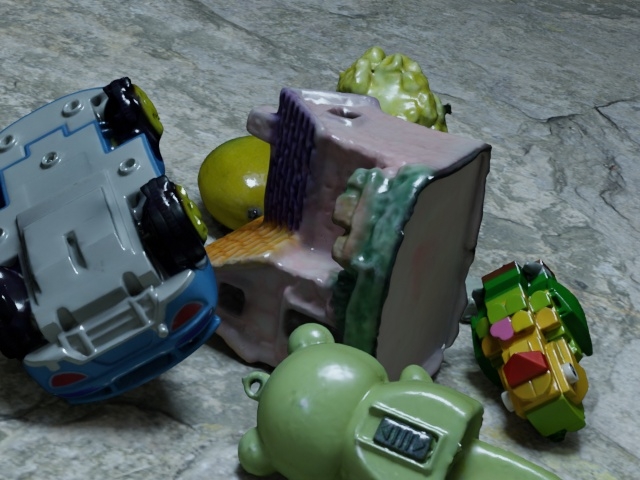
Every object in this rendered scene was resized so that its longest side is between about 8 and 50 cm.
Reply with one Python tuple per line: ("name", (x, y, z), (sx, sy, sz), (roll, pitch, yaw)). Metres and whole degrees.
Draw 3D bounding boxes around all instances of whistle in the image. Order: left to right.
("whistle", (0.065, 0.162, 1.022), (0.288, 0.131, 0.106), (21, -16, 16))

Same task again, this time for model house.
("model house", (0.000, 0.000, 1.194), (0.237, 0.237, 0.202), (22, 32, 25))

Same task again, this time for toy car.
("toy car", (-0.195, -0.002, 1.135), (0.198, 0.166, 0.314), (-28, 42, -1))

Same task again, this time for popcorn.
("popcorn", (0.091, -0.157, 1.647), (0.142, 0.173, 0.173), (-5, 30, -15))

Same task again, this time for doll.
("doll", (0.203, 0.104, 1.232), (0.106, 0.134, 0.186), (-26, 27, 17))

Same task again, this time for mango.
("mango", (-0.043, -0.067, 1.467), (0.137, 0.091, 0.237), (34, 31, 23))

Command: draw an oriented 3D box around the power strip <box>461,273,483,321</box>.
("power strip", (0.131, 0.039, 1.407), (0.047, 0.030, 0.191), (-3, 31, -36))
